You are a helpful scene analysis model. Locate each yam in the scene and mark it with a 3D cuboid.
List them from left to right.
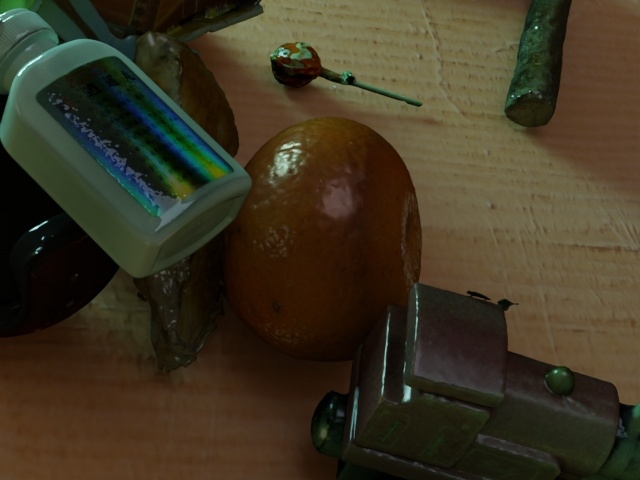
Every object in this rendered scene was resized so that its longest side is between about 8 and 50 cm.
[{"bbox_3d":[0.262,-0.231,1.760,0.061,0.061,0.274,24,44,-6],"label":"yam"}]

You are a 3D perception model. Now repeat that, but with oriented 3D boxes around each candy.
[{"bbox_3d":[0.031,-0.173,1.607,0.185,0.049,0.055,15,3,-24],"label":"candy"}]

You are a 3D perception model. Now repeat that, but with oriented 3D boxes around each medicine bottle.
[{"bbox_3d":[-0.171,-0.083,1.139,0.229,0.083,0.121,44,49,12],"label":"medicine bottle"}]

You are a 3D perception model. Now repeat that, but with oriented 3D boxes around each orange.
[{"bbox_3d":[0.000,0.000,1.319,0.170,0.224,0.224,-1,45,13],"label":"orange"}]

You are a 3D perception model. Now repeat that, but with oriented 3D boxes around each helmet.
[{"bbox_3d":[-0.253,-0.021,1.221,0.216,0.193,0.189,-43,75,0],"label":"helmet"}]

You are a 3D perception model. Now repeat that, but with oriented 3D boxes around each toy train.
[{"bbox_3d":[0.153,0.166,1.246,0.304,0.221,0.150,17,46,-12],"label":"toy train"}]

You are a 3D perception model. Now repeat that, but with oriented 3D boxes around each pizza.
[{"bbox_3d":[-0.124,-0.027,1.336,0.071,0.189,0.297,-8,79,14],"label":"pizza"}]

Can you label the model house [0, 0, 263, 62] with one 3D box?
[{"bbox_3d":[-0.249,-0.227,1.461,0.300,0.340,0.324,14,1,41],"label":"model house"}]
